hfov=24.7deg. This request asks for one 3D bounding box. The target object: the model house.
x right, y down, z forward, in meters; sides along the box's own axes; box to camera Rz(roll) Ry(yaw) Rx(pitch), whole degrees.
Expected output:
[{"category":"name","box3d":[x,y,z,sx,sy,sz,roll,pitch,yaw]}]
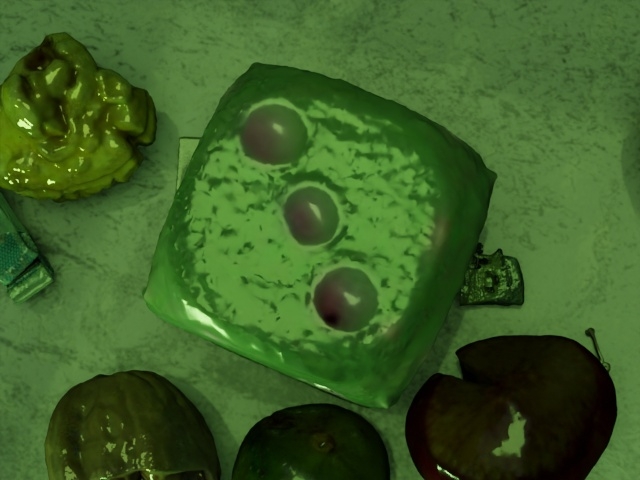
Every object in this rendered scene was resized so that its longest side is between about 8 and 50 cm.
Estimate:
[{"category":"model house","box3d":[0.212,0.042,1.812,0.083,0.066,0.079,0,84,4]}]

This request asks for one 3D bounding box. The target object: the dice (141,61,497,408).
[{"category":"dice","box3d":[0.000,0.000,1.701,0.330,0.318,0.322,25,84,3]}]

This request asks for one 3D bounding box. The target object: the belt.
[{"category":"belt","box3d":[-0.448,-0.054,1.878,0.072,0.087,0.302,-36,80,-4]}]

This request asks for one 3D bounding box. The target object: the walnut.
[{"category":"walnut","box3d":[-0.204,0.250,1.759,0.238,0.141,0.204,39,43,-25]}]

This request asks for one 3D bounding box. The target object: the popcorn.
[{"category":"popcorn","box3d":[-0.326,-0.147,1.824,0.226,0.203,0.200,21,78,17]}]

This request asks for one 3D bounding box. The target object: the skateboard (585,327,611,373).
[{"category":"skateboard","box3d":[0.310,0.149,1.809,0.083,0.032,0.064,-18,71,1]}]

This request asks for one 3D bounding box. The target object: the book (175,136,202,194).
[{"category":"book","box3d":[-0.121,-0.035,1.880,0.138,0.016,0.199,3,82,6]}]

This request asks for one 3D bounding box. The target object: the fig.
[{"category":"fig","box3d":[-0.022,0.317,1.754,0.195,0.195,0.245,29,120,9]}]

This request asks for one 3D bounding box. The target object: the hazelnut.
[{"category":"hazelnut","box3d":[0.230,0.221,1.716,0.251,0.217,0.217,-27,80,-4]}]
